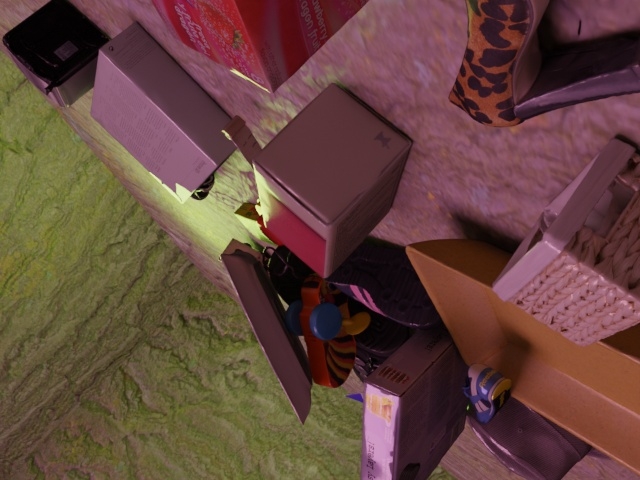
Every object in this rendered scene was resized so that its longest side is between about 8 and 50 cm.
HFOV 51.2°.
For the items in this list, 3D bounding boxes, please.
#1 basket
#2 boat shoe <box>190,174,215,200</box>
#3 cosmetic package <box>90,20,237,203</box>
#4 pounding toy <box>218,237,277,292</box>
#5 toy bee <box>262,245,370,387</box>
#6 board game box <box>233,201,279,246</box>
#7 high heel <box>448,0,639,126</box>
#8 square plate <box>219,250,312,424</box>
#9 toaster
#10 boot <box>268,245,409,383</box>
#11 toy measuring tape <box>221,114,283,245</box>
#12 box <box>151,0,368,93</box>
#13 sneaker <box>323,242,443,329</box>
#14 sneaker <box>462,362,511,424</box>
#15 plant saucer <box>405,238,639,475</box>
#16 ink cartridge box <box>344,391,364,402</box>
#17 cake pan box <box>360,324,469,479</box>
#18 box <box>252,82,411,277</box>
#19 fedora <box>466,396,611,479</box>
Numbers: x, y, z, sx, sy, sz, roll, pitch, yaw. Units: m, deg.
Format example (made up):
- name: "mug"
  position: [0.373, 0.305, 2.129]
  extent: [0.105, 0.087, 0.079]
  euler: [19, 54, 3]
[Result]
- name: "basket"
  position: [0.235, 0.012, 0.573]
  extent: [0.103, 0.113, 0.167]
  euler: [36, 165, 10]
- name: "boat shoe"
  position: [-0.301, -0.151, 1.648]
  extent: [0.070, 0.078, 0.219]
  euler: [37, 162, 17]
- name: "cosmetic package"
  position: [-0.321, -0.234, 1.350]
  extent: [0.284, 0.097, 0.377]
  euler: [47, 159, -10]
- name: "pounding toy"
  position: [-0.174, 0.096, 2.033]
  extent: [0.181, 0.094, 0.206]
  euler: [26, 168, 37]
- name: "toy bee"
  position: [0.020, 0.125, 1.290]
  extent: [0.195, 0.162, 0.298]
  euler: [24, 132, 37]
- name: "board game box"
  position: [-0.132, -0.036, 1.596]
  extent: [0.092, 0.043, 0.181]
  euler: [50, 165, -27]
- name: "high heel"
  position: [0.088, -0.172, 0.449]
  extent: [0.261, 0.093, 0.186]
  euler: [39, 163, -25]
- name: "square plate"
  position: [-0.094, 0.171, 1.362]
  extent: [0.344, 0.049, 0.347]
  euler: [63, 179, -1]
- name: "toaster"
  position: [-0.551, -0.391, 1.407]
  extent: [0.168, 0.185, 0.110]
  euler: [41, 162, 7]
- name: "boot"
  position: [0.075, 0.207, 1.587]
  extent: [0.367, 0.146, 0.445]
  euler: [38, 170, 26]
- name: "toy measuring tape"
  position: [-0.090, -0.090, 1.175]
  extent: [0.121, 0.121, 0.330]
  euler: [27, 159, 49]
- name: "box"
  position: [-0.073, -0.278, 0.478]
  extent: [0.142, 0.154, 0.300]
  euler: [34, 163, 30]
- name: "sneaker"
  position: [0.134, 0.081, 1.123]
  extent: [0.131, 0.112, 0.319]
  euler: [32, 177, -32]
- name: "sneaker"
  position: [0.241, 0.222, 0.979]
  extent: [0.059, 0.053, 0.144]
  euler: [35, 156, 28]
- name: "plant saucer"
  position: [0.295, 0.135, 0.838]
  extent: [0.333, 0.081, 0.333]
  euler: [29, 160, 44]
- name: "ink cartridge box"
  position: [0.196, 0.380, 1.566]
  extent: [0.208, 0.045, 0.206]
  euler: [-20, 147, 29]
- name: "cake pan box"
  position: [0.161, 0.261, 1.054]
  extent: [0.070, 0.267, 0.245]
  euler: [20, 125, 31]
- name: "box"
  position: [0.011, -0.068, 0.876]
  extent: [0.127, 0.148, 0.232]
  euler: [41, 165, 12]
- name: "fedora"
  position: [0.357, 0.334, 1.169]
  extent: [0.275, 0.124, 0.243]
  euler: [37, 166, 23]
